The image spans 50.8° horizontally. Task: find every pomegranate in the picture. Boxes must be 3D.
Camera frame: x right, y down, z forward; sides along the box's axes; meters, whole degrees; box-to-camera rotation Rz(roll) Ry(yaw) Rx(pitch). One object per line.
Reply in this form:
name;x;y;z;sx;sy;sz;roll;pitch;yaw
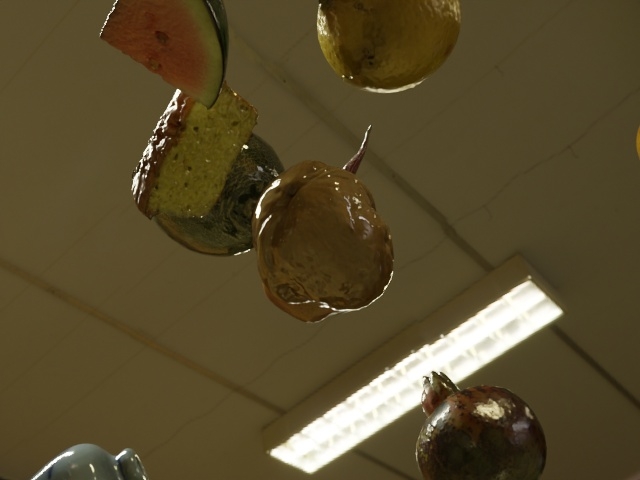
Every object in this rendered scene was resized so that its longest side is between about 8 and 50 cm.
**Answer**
pomegranate;0.320;0.413;1.469;0.285;0.340;0.285;-15;-52;-20

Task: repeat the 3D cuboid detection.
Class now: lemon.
lemon;0.123;-0.372;1.149;0.254;0.228;0.228;-19;-49;-8

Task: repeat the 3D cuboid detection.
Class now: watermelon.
watermelon;-0.151;-0.256;0.713;0.137;0.145;0.193;5;-38;10

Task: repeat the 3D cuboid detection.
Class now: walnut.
walnut;0.000;0.000;0.691;0.149;0.166;0.166;-44;-49;-14

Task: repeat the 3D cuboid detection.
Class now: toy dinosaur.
toy dinosaur;0.023;-0.075;1.073;0.053;0.167;0.242;36;-81;-14

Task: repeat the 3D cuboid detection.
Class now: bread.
bread;-0.155;-0.109;0.822;0.103;0.065;0.187;19;-84;-48

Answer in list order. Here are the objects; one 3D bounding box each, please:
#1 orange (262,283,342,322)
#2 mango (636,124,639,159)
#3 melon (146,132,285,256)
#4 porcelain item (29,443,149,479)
orange;0.007;0.055;1.389;0.249;0.249;0.183;3;-52;-14
mango;0.302;-0.045;0.465;0.184;0.085;0.102;32;-43;-11
melon;-0.201;-0.099;1.229;0.249;0.329;0.248;-12;-69;-35
porcelain item;-0.361;0.372;0.907;0.259;0.141;0.141;-27;-47;-16
